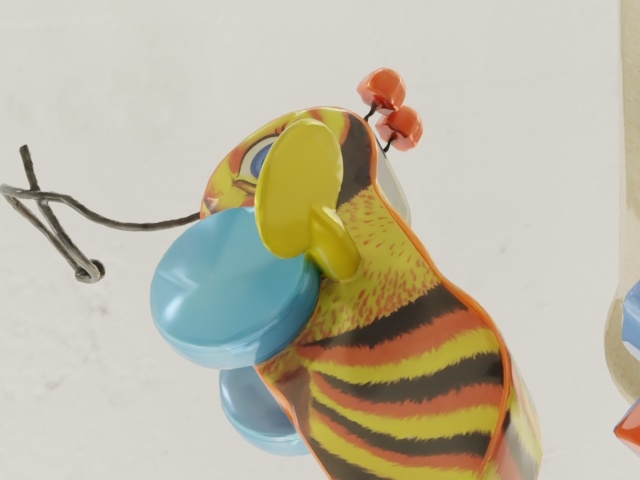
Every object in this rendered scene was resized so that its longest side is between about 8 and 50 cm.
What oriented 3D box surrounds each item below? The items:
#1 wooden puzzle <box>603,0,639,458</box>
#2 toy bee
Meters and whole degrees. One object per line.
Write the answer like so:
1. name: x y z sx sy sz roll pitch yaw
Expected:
1. wooden puzzle: 0.188 0.088 0.403 0.080 0.348 0.322 -44 -110 -9
2. toy bee: 0.000 0.000 0.656 0.162 0.195 0.298 -43 -109 -10
